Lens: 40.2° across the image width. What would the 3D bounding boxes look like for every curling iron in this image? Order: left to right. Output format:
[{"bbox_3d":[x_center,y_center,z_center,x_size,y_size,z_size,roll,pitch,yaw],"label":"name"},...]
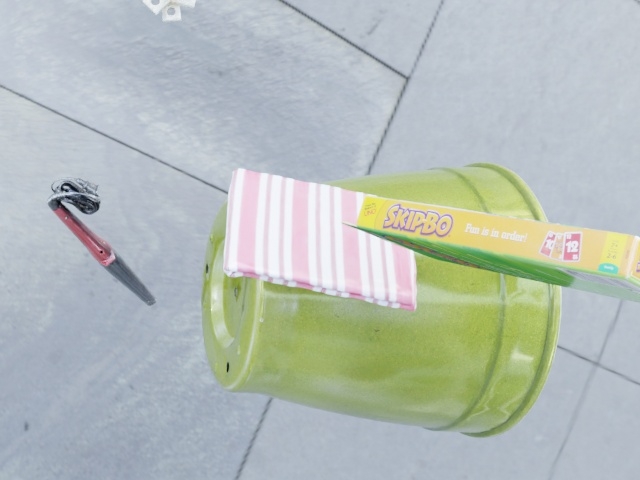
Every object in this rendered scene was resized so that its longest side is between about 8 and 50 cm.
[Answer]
[{"bbox_3d":[-0.295,0.012,1.225,0.068,0.035,0.274,-14,136,9],"label":"curling iron"}]

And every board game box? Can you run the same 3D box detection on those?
[{"bbox_3d":[0.145,0.007,0.670,0.124,0.259,0.039,20,82,-44],"label":"board game box"}]

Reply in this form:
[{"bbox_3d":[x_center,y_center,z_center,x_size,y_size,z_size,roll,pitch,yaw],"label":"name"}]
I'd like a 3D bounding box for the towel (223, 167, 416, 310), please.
[{"bbox_3d":[0.000,0.000,0.882,0.197,0.144,0.029,11,133,-11],"label":"towel"}]

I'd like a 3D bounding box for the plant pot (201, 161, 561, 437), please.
[{"bbox_3d":[0.045,0.071,1.109,0.353,0.366,0.366,3,98,-22],"label":"plant pot"}]

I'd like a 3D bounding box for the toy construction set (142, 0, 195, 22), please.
[{"bbox_3d":[-0.234,-0.519,1.507,0.151,0.328,0.215,-23,87,-22],"label":"toy construction set"}]
